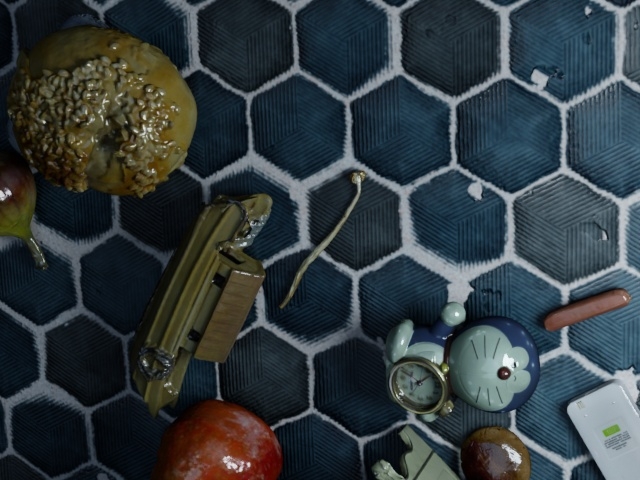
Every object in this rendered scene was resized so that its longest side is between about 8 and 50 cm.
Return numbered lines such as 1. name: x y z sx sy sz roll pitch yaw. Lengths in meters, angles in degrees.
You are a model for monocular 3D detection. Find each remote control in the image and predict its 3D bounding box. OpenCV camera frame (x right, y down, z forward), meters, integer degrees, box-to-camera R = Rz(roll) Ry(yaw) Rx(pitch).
1. remote control: 0.496 0.349 1.913 0.103 0.034 0.250 -31 90 20

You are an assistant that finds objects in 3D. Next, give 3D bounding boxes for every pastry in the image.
1. pastry: -0.364 -0.205 1.963 0.315 0.184 0.284 20 106 -9

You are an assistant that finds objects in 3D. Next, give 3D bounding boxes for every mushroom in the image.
1. mushroom: 0.288 0.368 1.974 0.123 0.052 0.123 1 95 15
2. mushroom: 0.004 0.004 2.011 0.028 0.026 0.286 38 111 24

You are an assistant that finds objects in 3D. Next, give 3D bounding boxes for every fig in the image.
1. fig: -0.573 -0.046 2.125 0.143 0.160 0.231 -11 117 -19

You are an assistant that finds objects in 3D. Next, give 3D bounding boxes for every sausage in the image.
1. sausage: 0.422 0.109 1.894 0.147 0.030 0.035 -24 93 20

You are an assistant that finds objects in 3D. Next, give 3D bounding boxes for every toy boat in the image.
1. toy boat: -0.198 0.111 2.044 0.162 0.136 0.445 34 113 13

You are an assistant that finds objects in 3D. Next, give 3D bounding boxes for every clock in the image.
1. clock: 0.230 0.192 1.911 0.243 0.146 0.200 2 106 21

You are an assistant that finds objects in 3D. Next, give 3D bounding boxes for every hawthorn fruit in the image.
1. hawthorn fruit: -0.149 0.402 2.028 0.271 0.242 0.242 14 104 3

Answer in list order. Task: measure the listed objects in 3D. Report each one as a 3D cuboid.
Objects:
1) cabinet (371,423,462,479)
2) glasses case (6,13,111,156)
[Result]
1. cabinet: 0.144 0.526 1.954 0.318 0.227 0.290 44 110 5
2. glasses case: -0.449 -0.263 2.077 0.109 0.067 0.282 35 106 2
